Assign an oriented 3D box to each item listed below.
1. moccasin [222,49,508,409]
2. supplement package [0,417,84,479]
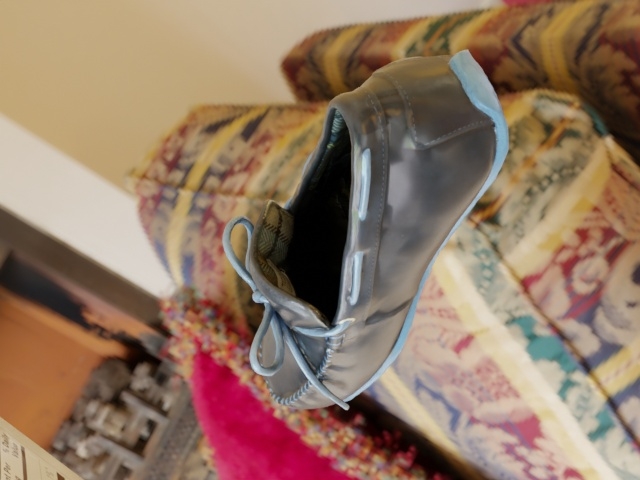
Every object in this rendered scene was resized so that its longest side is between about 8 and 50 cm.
[{"bbox_3d":[0.000,0.000,0.817,0.137,0.117,0.342,60,146,31],"label":"moccasin"},{"bbox_3d":[-0.140,0.165,0.389,0.177,0.293,0.175,-47,21,3],"label":"supplement package"}]
